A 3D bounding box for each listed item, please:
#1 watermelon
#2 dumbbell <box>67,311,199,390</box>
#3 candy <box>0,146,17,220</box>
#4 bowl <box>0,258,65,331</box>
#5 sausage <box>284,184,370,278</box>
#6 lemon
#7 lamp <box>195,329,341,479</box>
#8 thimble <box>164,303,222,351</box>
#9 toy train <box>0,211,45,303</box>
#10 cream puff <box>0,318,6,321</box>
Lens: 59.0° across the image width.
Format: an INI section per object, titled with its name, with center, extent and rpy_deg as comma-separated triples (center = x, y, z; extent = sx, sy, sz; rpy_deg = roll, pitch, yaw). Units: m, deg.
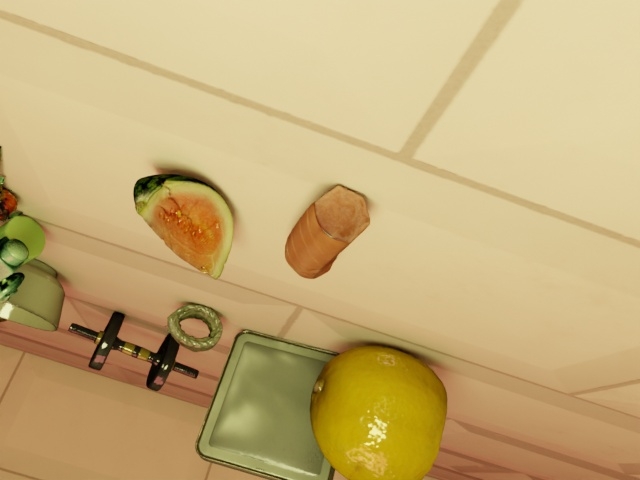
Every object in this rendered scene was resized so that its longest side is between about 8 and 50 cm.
[watermelon]
center = -0.141, -0.033, 0.640
extent = 0.069, 0.087, 0.163
rpy_deg = -23, 147, 8
[dumbbell]
center = -0.449, 0.270, 1.376
extent = 0.325, 0.143, 0.143
rpy_deg = 25, 154, -18
[candy]
center = -0.439, -0.080, 0.767
extent = 0.056, 0.049, 0.185
rpy_deg = -5, 159, -32
[bowl]
center = -0.614, 0.095, 1.148
extent = 0.211, 0.112, 0.211
rpy_deg = 13, 156, 6
[sausage]
center = -0.001, -0.001, 0.628
extent = 0.065, 0.065, 0.169
rpy_deg = 21, 156, -9
[lemon]
center = 0.087, 0.300, 0.988
extent = 0.219, 0.240, 0.240
rpy_deg = 22, 155, -3
[lamp]
center = -0.079, 0.328, 1.117
extent = 0.269, 0.266, 0.047
rpy_deg = 14, 152, 7
[thimble]
center = -0.248, 0.170, 1.107
extent = 0.110, 0.084, 0.062
rpy_deg = 18, 156, -9
[toy train]
center = -0.544, 0.050, 0.887
extent = 0.253, 0.157, 0.105
rpy_deg = -29, 115, 14
[cream puff]
center = -0.740, 0.123, 1.297
extent = 0.146, 0.116, 0.146
rpy_deg = -26, 166, -7
